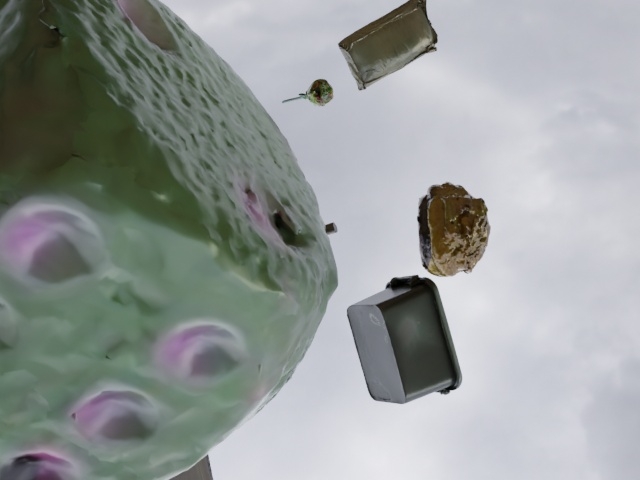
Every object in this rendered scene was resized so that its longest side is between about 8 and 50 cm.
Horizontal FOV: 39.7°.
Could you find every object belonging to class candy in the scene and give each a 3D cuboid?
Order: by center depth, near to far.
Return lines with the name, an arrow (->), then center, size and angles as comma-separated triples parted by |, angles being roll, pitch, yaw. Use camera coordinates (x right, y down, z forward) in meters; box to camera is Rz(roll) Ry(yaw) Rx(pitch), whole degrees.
candy -> -0.023, -0.204, 1.253 | 0.035, 0.035, 0.123 | -56, -153, -17

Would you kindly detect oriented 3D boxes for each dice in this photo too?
dice -> -0.199, -0.001, 0.707 | 0.322, 0.318, 0.330 | -37, -141, 15

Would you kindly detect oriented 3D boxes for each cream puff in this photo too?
cream puff -> 0.242, -0.022, 1.602 | 0.129, 0.189, 0.189 | -4, -139, 8

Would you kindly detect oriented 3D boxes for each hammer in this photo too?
hammer -> 0.000, 0.000, 1.452 | 0.035, 0.019, 0.110 | -18, -163, 19

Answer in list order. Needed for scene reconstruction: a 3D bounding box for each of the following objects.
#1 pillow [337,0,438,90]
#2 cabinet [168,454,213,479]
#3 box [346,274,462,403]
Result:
pillow -> 0.143, -0.403, 1.809 | 0.208, 0.119, 0.053 | -30, -162, -8
cabinet -> -0.318, 0.416, 1.482 | 0.175, 0.148, 0.215 | 15, -146, 37
box -> 0.157, 0.200, 1.718 | 0.135, 0.243, 0.163 | -19, -174, -32
